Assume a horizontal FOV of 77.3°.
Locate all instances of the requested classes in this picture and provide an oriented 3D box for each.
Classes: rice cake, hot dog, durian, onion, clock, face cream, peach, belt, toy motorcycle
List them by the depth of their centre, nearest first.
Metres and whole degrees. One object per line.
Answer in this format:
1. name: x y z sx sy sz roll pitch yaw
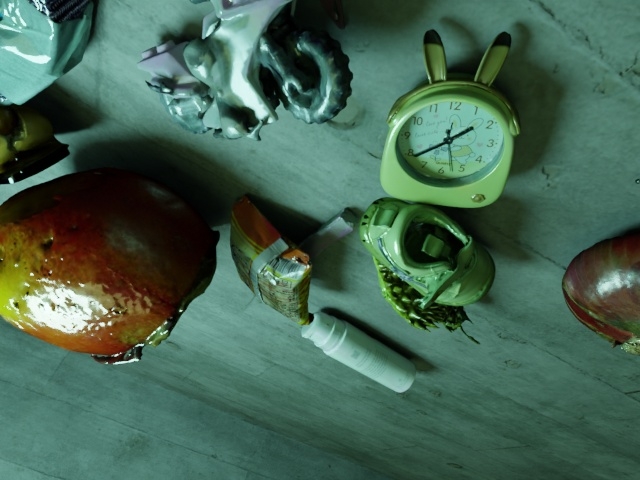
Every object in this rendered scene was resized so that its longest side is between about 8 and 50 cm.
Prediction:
1. toy motorcycle: -0.115 -0.227 0.492 0.327 0.143 0.187 8 135 37
2. belt: -0.448 -0.318 0.510 0.325 0.122 0.260 -10 140 29
3. clock: 0.170 -0.146 0.522 0.170 0.069 0.231 9 141 12
4. onion: 0.509 0.083 0.612 0.249 0.161 0.248 -5 146 -4
5. hot dog: -0.588 -0.182 0.690 0.327 0.194 0.107 3 128 22
6. peach: -0.400 0.042 0.767 0.418 0.338 0.352 10 143 3
7. durian: 0.182 0.097 0.768 0.107 0.132 0.375 -43 115 2
8. rice cake: 0.000 0.000 0.796 0.047 0.036 0.207 45 138 -8
9. face cream: 0.102 0.294 1.070 0.346 0.101 0.102 35 139 -20

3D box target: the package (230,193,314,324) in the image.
1. package: -0.107 0.059 0.829 0.223 0.108 0.288 39 148 22

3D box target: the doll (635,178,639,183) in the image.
1. doll: 0.462 -0.067 0.526 0.085 0.040 0.058 40 150 -20

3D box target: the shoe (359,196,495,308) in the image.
1. shoe: 0.179 0.029 0.649 0.262 0.128 0.140 32 98 -14

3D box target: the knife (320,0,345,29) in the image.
1. knife: -0.021 -0.335 0.405 0.036 0.018 0.247 -5 138 23
